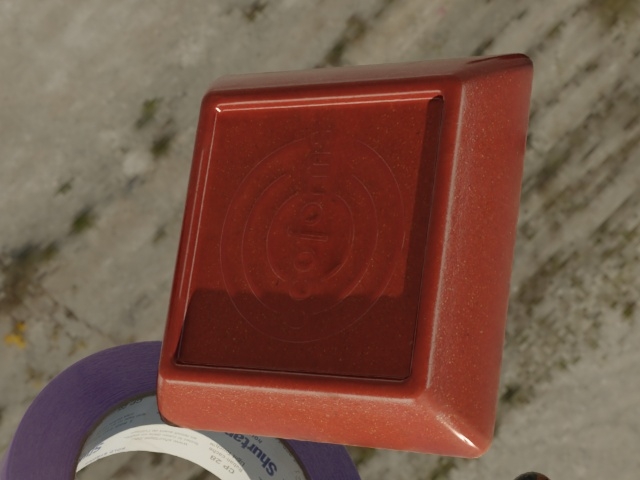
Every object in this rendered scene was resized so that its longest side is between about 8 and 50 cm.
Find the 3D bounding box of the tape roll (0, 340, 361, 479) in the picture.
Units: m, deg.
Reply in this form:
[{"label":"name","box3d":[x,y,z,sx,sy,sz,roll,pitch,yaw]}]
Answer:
[{"label":"tape roll","box3d":[-0.102,0.209,0.975,0.275,0.275,0.090,-35,165,-45]}]

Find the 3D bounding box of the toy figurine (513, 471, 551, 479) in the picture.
[{"label":"toy figurine","box3d":[0.155,0.325,1.335,0.213,0.148,0.210,-10,142,2]}]

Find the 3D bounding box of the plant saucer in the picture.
[{"label":"plant saucer","box3d":[0.000,0.000,0.884,0.047,0.259,0.259,24,71,-54]}]
